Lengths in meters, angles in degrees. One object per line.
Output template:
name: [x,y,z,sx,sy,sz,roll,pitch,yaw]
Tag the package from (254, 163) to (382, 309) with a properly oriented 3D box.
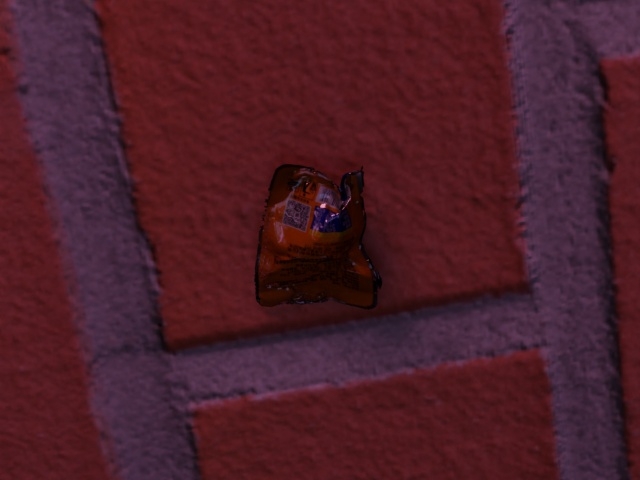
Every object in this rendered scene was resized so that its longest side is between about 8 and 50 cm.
package: [0.000,0.001,1.183,0.077,0.033,0.110,-5,122,-14]
